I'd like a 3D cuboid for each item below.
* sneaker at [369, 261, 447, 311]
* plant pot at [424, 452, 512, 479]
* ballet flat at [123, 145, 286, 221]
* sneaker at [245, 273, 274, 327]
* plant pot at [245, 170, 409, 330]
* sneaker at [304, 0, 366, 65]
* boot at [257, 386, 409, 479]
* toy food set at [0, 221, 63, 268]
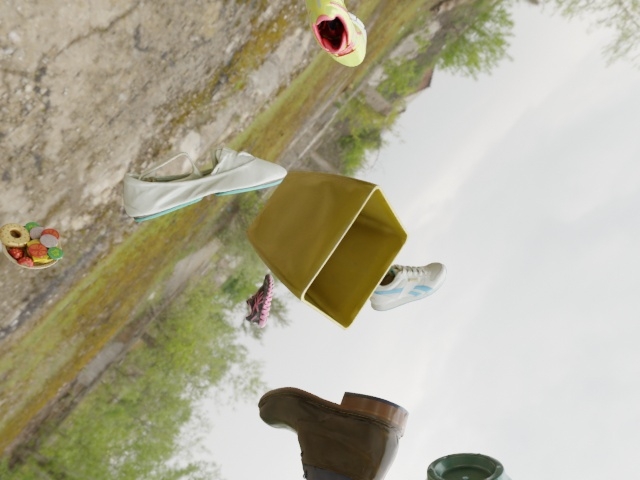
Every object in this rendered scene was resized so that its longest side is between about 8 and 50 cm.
[{"bbox_3d":[0.233,0.106,1.368,0.228,0.092,0.087,-23,-153,-11],"label":"sneaker"},{"bbox_3d":[0.340,0.608,1.162,0.292,0.197,0.293,-8,180,0],"label":"plant pot"},{"bbox_3d":[-0.279,-0.158,1.240,0.399,0.139,0.139,-16,179,-12],"label":"ballet flat"},{"bbox_3d":[-0.137,0.131,1.145,0.047,0.057,0.120,62,40,-80],"label":"sneaker"},{"bbox_3d":[0.000,0.000,0.898,0.212,0.187,0.212,-56,148,-7],"label":"plant pot"},{"bbox_3d":[0.025,-0.344,0.866,0.081,0.094,0.208,-15,161,21],"label":"sneaker"},{"bbox_3d":[-0.010,0.227,0.571,0.219,0.082,0.106,-15,-136,44],"label":"boot"},{"bbox_3d":[-0.430,0.007,0.769,0.082,0.083,0.020,-10,149,-49],"label":"toy food set"}]
